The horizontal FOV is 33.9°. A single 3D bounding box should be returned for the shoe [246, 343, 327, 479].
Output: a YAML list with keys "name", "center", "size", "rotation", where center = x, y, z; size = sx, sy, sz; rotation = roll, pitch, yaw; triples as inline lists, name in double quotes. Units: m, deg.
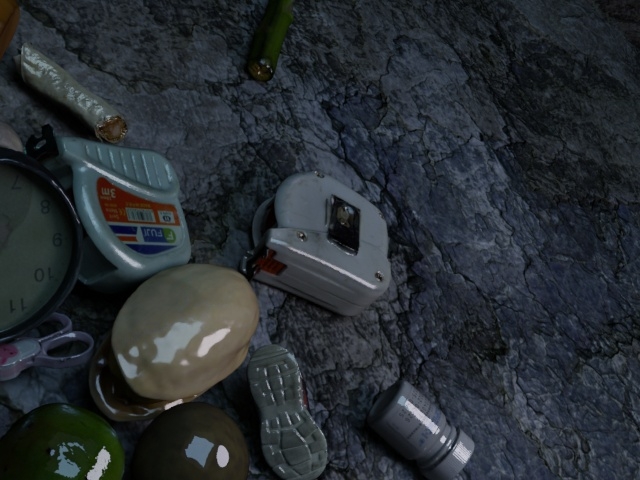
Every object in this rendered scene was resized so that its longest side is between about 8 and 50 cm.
- name: "shoe"
  center: [-0.062, 0.269, 1.665]
  size: [0.099, 0.125, 0.227]
  rotation: [-16, 94, -10]

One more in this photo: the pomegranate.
- name: "pomegranate"
  center: [-0.311, 0.313, 1.334]
  size: [0.225, 0.187, 0.187]
  rotation: [35, 43, -12]

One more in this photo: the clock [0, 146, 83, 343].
- name: "clock"
  center: [-0.452, 0.012, 1.397]
  size: [0.280, 0.280, 0.055]
  rotation: [12, 12, -34]

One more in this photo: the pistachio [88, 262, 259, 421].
- name: "pistachio"
  center: [-0.209, 0.139, 1.544]
  size: [0.187, 0.187, 0.299]
  rotation: [51, 42, 3]

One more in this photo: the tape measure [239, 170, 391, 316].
- name: "tape measure"
  center: [0.000, 0.000, 1.884]
  size: [0.258, 0.130, 0.265]
  rotation: [24, 46, -22]

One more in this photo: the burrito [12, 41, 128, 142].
- name: "burrito"
  center: [-0.421, -0.243, 1.751]
  size: [0.226, 0.087, 0.060]
  rotation: [39, 85, -7]

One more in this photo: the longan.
- name: "longan"
  center: [-0.178, 0.320, 1.468]
  size: [0.159, 0.204, 0.185]
  rotation: [12, 76, 16]

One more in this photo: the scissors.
- name: "scissors"
  center: [-0.432, 0.164, 1.436]
  size: [0.242, 0.030, 0.118]
  rotation: [-23, 42, -39]

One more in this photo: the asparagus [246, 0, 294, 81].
- name: "asparagus"
  center: [-0.101, -0.429, 2.180]
  size: [0.067, 0.060, 0.277]
  rotation: [19, 46, -4]

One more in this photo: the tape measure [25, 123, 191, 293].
- name: "tape measure"
  center: [-0.323, -0.040, 1.605]
  size: [0.243, 0.125, 0.246]
  rotation: [3, 69, -55]

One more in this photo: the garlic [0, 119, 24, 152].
- name: "garlic"
  center: [-0.517, -0.095, 1.466]
  size: [0.228, 0.152, 0.228]
  rotation: [-1, 54, 1]

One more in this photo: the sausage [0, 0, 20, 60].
- name: "sausage"
  center: [-0.559, -0.317, 1.650]
  size: [0.136, 0.120, 0.241]
  rotation: [15, 50, -14]

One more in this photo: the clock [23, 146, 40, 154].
- name: "clock"
  center: [-0.448, -0.104, 1.640]
  size: [0.135, 0.041, 0.101]
  rotation: [17, 50, -31]

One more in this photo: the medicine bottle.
- name: "medicine bottle"
  center: [0.170, 0.327, 1.796]
  size: [0.168, 0.105, 0.105]
  rotation: [43, 41, -6]
